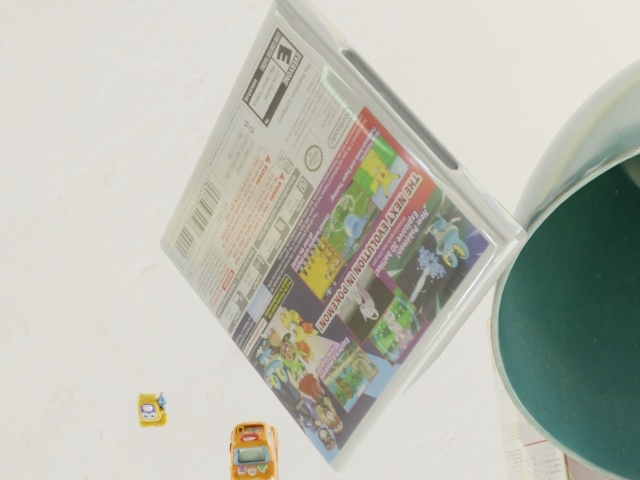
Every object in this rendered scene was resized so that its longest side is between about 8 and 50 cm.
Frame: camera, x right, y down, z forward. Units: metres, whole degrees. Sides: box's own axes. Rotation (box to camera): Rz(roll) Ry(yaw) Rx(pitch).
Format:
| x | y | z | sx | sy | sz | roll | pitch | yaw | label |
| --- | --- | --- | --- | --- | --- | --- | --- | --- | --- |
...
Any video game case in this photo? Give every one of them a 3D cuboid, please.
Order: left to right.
| x | y | z | sx | sy | sz | roll | pitch | yaw | label |
| --- | --- | --- | --- | --- | --- | --- | --- | --- | --- |
| 0.000 | 0.000 | 0.687 | 0.023 | 0.201 | 0.183 | -19 | -119 | -43 | video game case |

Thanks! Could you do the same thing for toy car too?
| x | y | z | sx | sy | sz | roll | pitch | yaw | label |
| --- | --- | --- | --- | --- | --- | --- | --- | --- | --- |
| -0.084 | 0.141 | 0.895 | 0.122 | 0.040 | 0.060 | 8 | -135 | 14 | toy car |

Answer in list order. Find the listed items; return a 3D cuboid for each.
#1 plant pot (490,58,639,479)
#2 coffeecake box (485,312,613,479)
| x | y | z | sx | sy | sz | roll | pitch | yaw | label |
| --- | --- | --- | --- | --- | --- | --- | --- | --- | --- |
| 0.248 | -0.012 | 0.752 | 0.290 | 0.290 | 0.195 | 16 | -138 | -5 | plant pot |
| 0.199 | 0.137 | 0.861 | 0.142 | 0.068 | 0.185 | 3 | -108 | -29 | coffeecake box |
